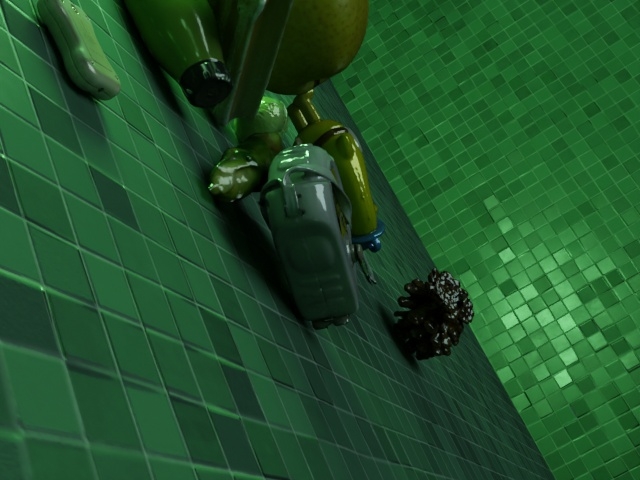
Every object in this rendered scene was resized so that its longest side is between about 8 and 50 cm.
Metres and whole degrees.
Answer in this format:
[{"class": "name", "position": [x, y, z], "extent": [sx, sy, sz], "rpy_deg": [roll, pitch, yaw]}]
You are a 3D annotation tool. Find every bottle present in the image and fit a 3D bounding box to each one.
[{"class": "bottle", "position": [-0.206, -0.310, 1.218], "extent": [0.260, 0.112, 0.112], "rpy_deg": [62, 11, 21]}]

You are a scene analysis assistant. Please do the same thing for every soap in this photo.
[{"class": "soap", "position": [-0.132, -0.328, 1.287], "extent": [0.173, 0.089, 0.274], "rpy_deg": [62, -29, 22]}]

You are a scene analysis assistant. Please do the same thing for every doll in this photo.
[{"class": "doll", "position": [0.032, -0.137, 1.735], "extent": [0.363, 0.145, 0.199], "rpy_deg": [62, -22, 6]}]

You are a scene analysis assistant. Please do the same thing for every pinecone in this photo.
[{"class": "pinecone", "position": [0.236, 0.159, 1.772], "extent": [0.150, 0.195, 0.179], "rpy_deg": [25, 17, 30]}]

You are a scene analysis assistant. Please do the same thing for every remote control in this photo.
[{"class": "remote control", "position": [-0.258, -0.206, 0.897], "extent": [0.122, 0.032, 0.074], "rpy_deg": [61, 11, 18]}]

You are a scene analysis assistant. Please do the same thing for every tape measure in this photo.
[{"class": "tape measure", "position": [-0.011, -0.030, 1.153], "extent": [0.197, 0.120, 0.236], "rpy_deg": [-89, 165, -52]}]

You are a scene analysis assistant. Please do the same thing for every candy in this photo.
[{"class": "candy", "position": [-0.082, -0.178, 1.553], "extent": [0.335, 0.092, 0.093], "rpy_deg": [49, 55, -75]}]

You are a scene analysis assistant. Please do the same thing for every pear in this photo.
[{"class": "pear", "position": [-0.086, -0.490, 1.632], "extent": [0.418, 0.362, 0.362], "rpy_deg": [62, 10, 2]}]

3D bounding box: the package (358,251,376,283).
[{"class": "package", "position": [0.098, 0.049, 1.877], "extent": [0.037, 0.015, 0.110], "rpy_deg": [45, 18, -54]}]

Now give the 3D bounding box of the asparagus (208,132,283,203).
[{"class": "asparagus", "position": [-0.104, -0.109, 1.222], "extent": [0.343, 0.085, 0.082], "rpy_deg": [-74, 155, -79]}]

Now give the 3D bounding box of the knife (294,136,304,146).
[{"class": "knife", "position": [-0.018, -0.074, 1.470], "extent": [0.365, 0.043, 0.089], "rpy_deg": [-98, -176, -53]}]
